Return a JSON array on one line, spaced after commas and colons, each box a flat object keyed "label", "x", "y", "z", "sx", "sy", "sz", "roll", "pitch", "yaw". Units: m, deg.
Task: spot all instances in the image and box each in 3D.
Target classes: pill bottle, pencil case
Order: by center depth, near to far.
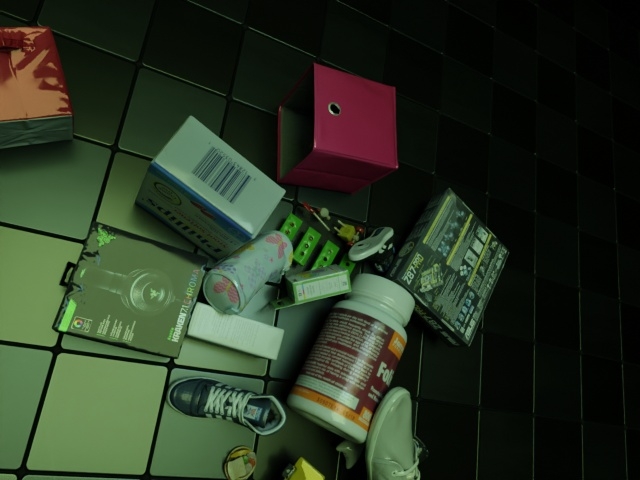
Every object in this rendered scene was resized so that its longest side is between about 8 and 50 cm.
[{"label": "pencil case", "x": -0.172, "y": 0.074, "z": 1.174, "sx": 0.273, "sy": 0.113, "sz": 0.124, "roll": -42, "pitch": 119, "yaw": -56}, {"label": "pill bottle", "x": 0.094, "y": 0.301, "z": 1.250, "sx": 0.224, "sy": 0.224, "sz": 0.392, "roll": 35, "pitch": 66, "yaw": -16}]

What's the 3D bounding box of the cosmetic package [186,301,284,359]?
[{"label": "cosmetic package", "x": -0.220, "y": 0.227, "z": 1.169, "sx": 0.231, "sy": 0.117, "sz": 0.086, "roll": 21, "pitch": 71, "yaw": -22}]

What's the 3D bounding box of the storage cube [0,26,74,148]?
[{"label": "storage cube", "x": -0.658, "y": -0.324, "z": 1.021, "sx": 0.183, "sy": 0.215, "sz": 0.193, "roll": -16, "pitch": 92, "yaw": -29}]

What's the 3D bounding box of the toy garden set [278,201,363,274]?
[{"label": "toy garden set", "x": 0.000, "y": 0.000, "z": 1.372, "sx": 0.244, "sy": 0.049, "sz": 0.204, "roll": 36, "pitch": 67, "yaw": -15}]

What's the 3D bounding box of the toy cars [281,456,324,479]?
[{"label": "toy cars", "x": -0.073, "y": 0.731, "z": 1.121, "sx": 0.176, "sy": 0.087, "sz": 0.394, "roll": -1, "pitch": 68, "yaw": -5}]

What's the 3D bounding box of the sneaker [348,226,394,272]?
[{"label": "sneaker", "x": 0.162, "y": 0.052, "z": 1.391, "sx": 0.217, "sy": 0.079, "sz": 0.121, "roll": -33, "pitch": 120, "yaw": -47}]

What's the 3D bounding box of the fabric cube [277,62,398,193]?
[{"label": "fabric cube", "x": 0.042, "y": -0.299, "z": 1.338, "sx": 0.258, "sy": 0.259, "sz": 0.254, "roll": 7, "pitch": 74, "yaw": -25}]

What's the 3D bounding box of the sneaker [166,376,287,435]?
[{"label": "sneaker", "x": -0.213, "y": 0.390, "z": 1.115, "sx": 0.282, "sy": 0.153, "sz": 0.099, "roll": 22, "pitch": 69, "yaw": -21}]

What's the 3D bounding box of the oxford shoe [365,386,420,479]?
[{"label": "oxford shoe", "x": 0.191, "y": 0.581, "z": 1.167, "sx": 0.169, "sy": 0.130, "sz": 0.449, "roll": -4, "pitch": 102, "yaw": -45}]

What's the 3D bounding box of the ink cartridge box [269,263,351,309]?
[{"label": "ink cartridge box", "x": -0.034, "y": 0.121, "z": 1.259, "sx": 0.209, "sy": 0.109, "sz": 0.062, "roll": -13, "pitch": 98, "yaw": -13}]

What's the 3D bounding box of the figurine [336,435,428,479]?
[{"label": "figurine", "x": 0.164, "y": 0.582, "z": 1.305, "sx": 0.209, "sy": 0.092, "sz": 0.215, "roll": -37, "pitch": 95, "yaw": -24}]

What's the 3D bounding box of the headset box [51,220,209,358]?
[{"label": "headset box", "x": -0.436, "y": 0.117, "z": 1.076, "sx": 0.283, "sy": 0.131, "sz": 0.246, "roll": 21, "pitch": 70, "yaw": -21}]

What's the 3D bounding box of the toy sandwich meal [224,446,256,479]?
[{"label": "toy sandwich meal", "x": -0.195, "y": 0.550, "z": 1.158, "sx": 0.085, "sy": 0.029, "sz": 0.086, "roll": 6, "pitch": 76, "yaw": -26}]

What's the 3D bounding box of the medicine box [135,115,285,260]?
[{"label": "medicine box", "x": -0.270, "y": -0.105, "z": 1.119, "sx": 0.263, "sy": 0.289, "sz": 0.149, "roll": 38, "pitch": 63, "yaw": -15}]

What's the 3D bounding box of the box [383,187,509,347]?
[{"label": "box", "x": 0.404, "y": 0.081, "z": 1.475, "sx": 0.318, "sy": 0.097, "sz": 0.395, "roll": 43, "pitch": 60, "yaw": -15}]
